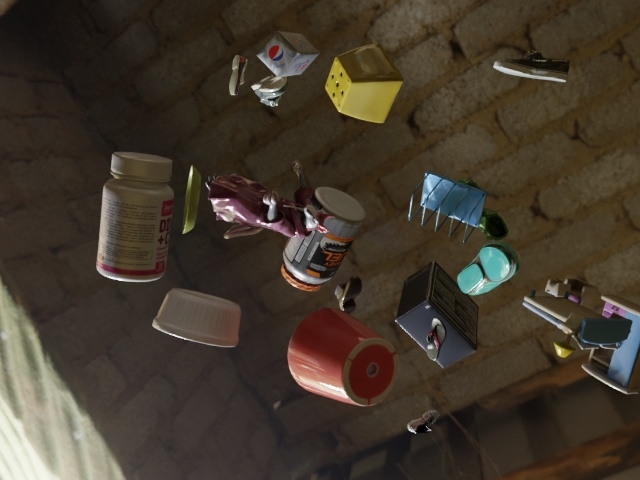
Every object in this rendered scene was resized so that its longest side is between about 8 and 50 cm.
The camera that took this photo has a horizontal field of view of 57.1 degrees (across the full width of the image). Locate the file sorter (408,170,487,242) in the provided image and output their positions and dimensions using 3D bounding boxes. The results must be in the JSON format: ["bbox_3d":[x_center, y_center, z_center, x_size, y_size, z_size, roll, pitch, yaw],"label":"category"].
[{"bbox_3d":[0.330,-0.085,1.552,0.104,0.170,0.118,-47,151,-37],"label":"file sorter"}]

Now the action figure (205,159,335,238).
[{"bbox_3d":[-0.136,-0.066,1.600,0.370,0.275,0.248,20,-148,25],"label":"action figure"}]

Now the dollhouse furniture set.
[{"bbox_3d":[0.586,0.224,1.399,0.304,0.198,0.286,4,-166,-25],"label":"dollhouse furniture set"}]

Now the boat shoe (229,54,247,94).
[{"bbox_3d":[-0.271,-0.547,1.957,0.043,0.137,0.049,12,172,-38],"label":"boat shoe"}]

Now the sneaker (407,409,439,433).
[{"bbox_3d":[0.295,0.504,1.614,0.098,0.038,0.069,-26,-172,-15],"label":"sneaker"}]

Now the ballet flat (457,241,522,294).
[{"bbox_3d":[0.367,0.051,1.227,0.087,0.083,0.247,-18,165,-14],"label":"ballet flat"}]

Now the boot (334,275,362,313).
[{"bbox_3d":[0.100,0.192,2.339,0.082,0.106,0.219,-14,140,-25],"label":"boot"}]

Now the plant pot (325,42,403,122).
[{"bbox_3d":[0.141,-0.567,2.132,0.187,0.212,0.212,-9,146,-25],"label":"plant pot"}]

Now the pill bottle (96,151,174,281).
[{"bbox_3d":[-0.433,-0.058,1.386,0.160,0.283,0.160,9,-167,-2],"label":"pill bottle"}]

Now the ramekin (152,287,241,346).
[{"bbox_3d":[-0.373,0.235,1.835,0.273,0.273,0.127,175,-69,-78],"label":"ramekin"}]

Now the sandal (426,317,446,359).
[{"bbox_3d":[0.412,0.362,2.128,0.040,0.179,0.067,-13,-148,-33],"label":"sandal"}]

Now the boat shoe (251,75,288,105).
[{"bbox_3d":[-0.180,-0.575,2.273,0.116,0.099,0.319,-33,-157,-9],"label":"boat shoe"}]

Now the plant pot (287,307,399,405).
[{"bbox_3d":[0.080,0.348,1.708,0.275,0.274,0.243,-33,-159,-25],"label":"plant pot"}]

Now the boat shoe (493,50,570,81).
[{"bbox_3d":[0.605,-0.505,1.685,0.219,0.070,0.078,6,-168,-8],"label":"boat shoe"}]

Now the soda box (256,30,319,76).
[{"bbox_3d":[-0.092,-0.567,1.792,0.098,0.091,0.286,-43,-175,21],"label":"soda box"}]

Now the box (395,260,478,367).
[{"bbox_3d":[0.475,0.295,2.373,0.183,0.296,0.294,-39,-168,30],"label":"box"}]

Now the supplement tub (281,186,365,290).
[{"bbox_3d":[0.000,0.000,1.926,0.316,0.194,0.193,-62,169,28],"label":"supplement tub"}]

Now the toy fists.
[{"bbox_3d":[0.604,-0.115,2.241,0.096,0.279,0.142,-37,-175,10],"label":"toy fists"}]

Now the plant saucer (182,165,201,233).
[{"bbox_3d":[-0.448,-0.141,2.057,0.037,0.240,0.241,8,173,-17],"label":"plant saucer"}]
